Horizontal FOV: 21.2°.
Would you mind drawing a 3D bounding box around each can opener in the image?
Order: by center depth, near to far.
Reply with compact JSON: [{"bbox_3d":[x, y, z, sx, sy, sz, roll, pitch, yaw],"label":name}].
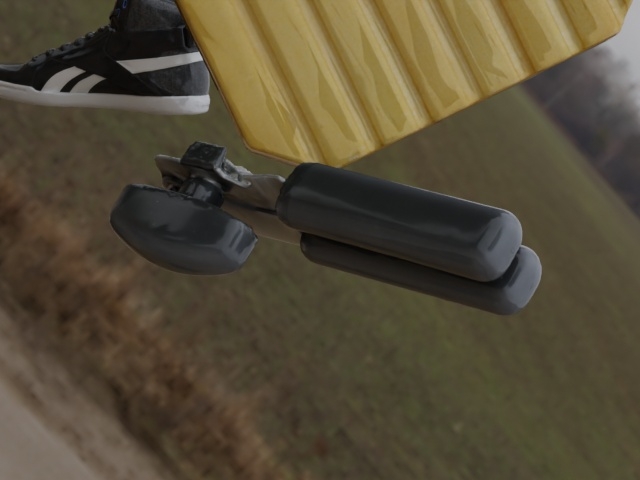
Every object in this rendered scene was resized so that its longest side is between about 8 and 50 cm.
[{"bbox_3d":[0.000,0.000,1.051,0.280,0.093,0.074,11,-27,33],"label":"can opener"}]

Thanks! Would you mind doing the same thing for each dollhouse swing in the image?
[{"bbox_3d":[0.029,-0.255,1.015,0.305,0.346,0.315,63,-6,15],"label":"dollhouse swing"}]

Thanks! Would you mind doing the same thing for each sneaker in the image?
[{"bbox_3d":[-0.202,-0.183,1.572,0.217,0.121,0.079,5,9,13],"label":"sneaker"}]
